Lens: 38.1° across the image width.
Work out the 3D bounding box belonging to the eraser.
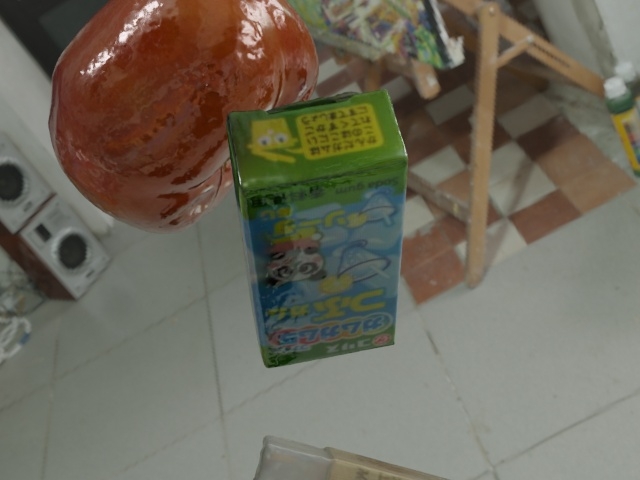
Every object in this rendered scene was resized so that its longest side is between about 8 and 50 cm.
[{"bbox_3d":[0.099,0.278,0.943,0.144,0.344,0.078,108,177,-81],"label":"eraser"}]

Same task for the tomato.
[{"bbox_3d":[-0.121,-0.131,0.812,0.260,0.180,0.260,-44,0,0],"label":"tomato"}]

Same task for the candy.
[{"bbox_3d":[0.000,0.000,0.580,0.097,0.194,0.062,-11,53,-6],"label":"candy"}]
